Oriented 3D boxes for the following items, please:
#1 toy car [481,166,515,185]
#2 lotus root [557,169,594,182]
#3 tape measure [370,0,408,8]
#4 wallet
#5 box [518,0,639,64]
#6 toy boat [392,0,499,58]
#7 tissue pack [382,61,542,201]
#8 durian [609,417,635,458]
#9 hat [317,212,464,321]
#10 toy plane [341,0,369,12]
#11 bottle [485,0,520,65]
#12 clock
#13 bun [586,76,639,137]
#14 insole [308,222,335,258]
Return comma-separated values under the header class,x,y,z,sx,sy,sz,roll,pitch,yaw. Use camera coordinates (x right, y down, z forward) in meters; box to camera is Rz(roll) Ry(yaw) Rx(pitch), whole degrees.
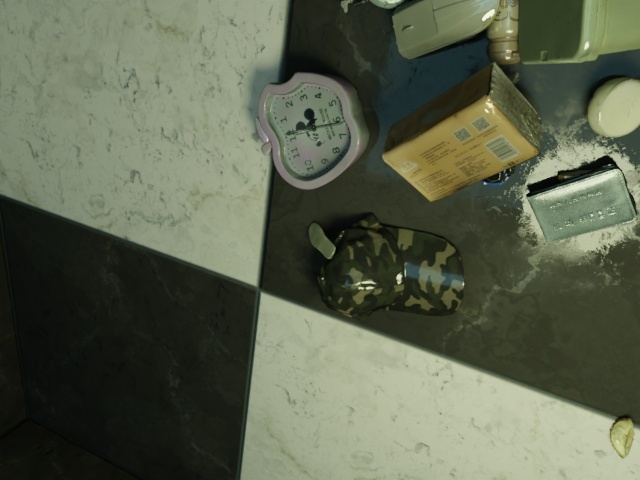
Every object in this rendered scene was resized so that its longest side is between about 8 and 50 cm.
class,x,y,z,sx,sy,sz,roll,pitch,yaw
toy car,0.460,-0.247,1.243,0.103,0.063,0.216,16,114,39
lotus root,0.644,-0.157,1.217,0.083,0.037,0.030,-5,112,25
tape measure,0.089,-0.665,1.196,0.331,0.084,0.164,2,107,3
wallet,0.656,-0.087,1.215,0.222,0.036,0.167,-20,117,30
box,0.597,-0.446,0.903,0.344,0.352,0.177,-6,108,7
toy boat,0.304,-0.531,1.152,0.270,0.141,0.140,-5,108,38
tissue pack,0.342,-0.274,1.178,0.306,0.238,0.238,-25,98,45
durian,0.862,0.558,1.385,0.052,0.066,0.130,7,103,21
hat,0.209,0.125,1.438,0.382,0.257,0.366,15,119,40
toy plane,0.108,-0.645,1.272,0.121,0.031,0.049,-12,113,25
bottle,0.435,-0.521,1.135,0.097,0.110,0.209,-7,110,-17
clock,-0.028,-0.324,1.418,0.339,0.102,0.338,9,113,22
bun,0.672,-0.310,1.116,0.138,0.094,0.138,-6,116,-13
insole,0.000,0.000,1.505,0.010,0.192,0.063,21,106,-31
